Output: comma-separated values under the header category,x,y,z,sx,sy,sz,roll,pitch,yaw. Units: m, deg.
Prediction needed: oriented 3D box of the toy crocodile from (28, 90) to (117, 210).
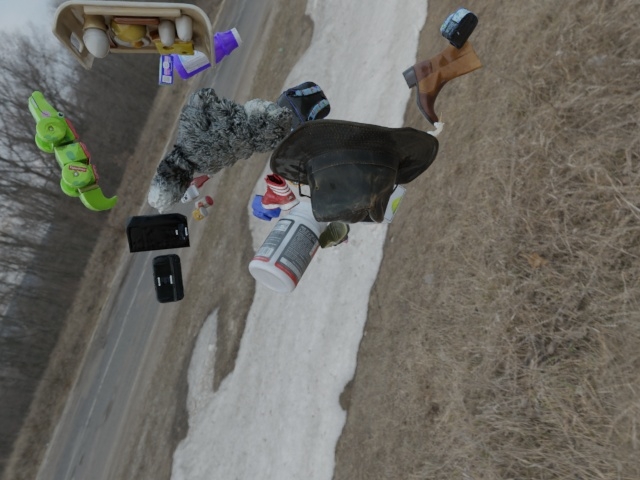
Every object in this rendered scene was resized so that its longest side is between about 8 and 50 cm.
category,x,y,z,sx,sy,sz,roll,pitch,yaw
toy crocodile,-0.668,-0.229,1.099,0.105,0.340,0.115,-31,7,-35

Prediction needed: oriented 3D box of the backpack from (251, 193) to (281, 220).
category,x,y,z,sx,sy,sz,roll,pitch,yaw
backpack,-0.224,-0.135,1.763,0.120,0.098,0.101,13,85,42

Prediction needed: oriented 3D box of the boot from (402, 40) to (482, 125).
category,x,y,z,sx,sy,sz,roll,pitch,yaw
boot,0.512,-0.639,1.668,0.281,0.263,0.096,-25,4,17

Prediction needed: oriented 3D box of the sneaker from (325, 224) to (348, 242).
category,x,y,z,sx,sy,sz,roll,pitch,yaw
sneaker,0.000,0.000,2.241,0.319,0.131,0.112,-9,47,25

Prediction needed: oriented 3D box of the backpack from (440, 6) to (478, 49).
category,x,y,z,sx,sy,sz,roll,pitch,yaw
backpack,0.497,-0.771,1.482,0.114,0.105,0.084,-52,54,26

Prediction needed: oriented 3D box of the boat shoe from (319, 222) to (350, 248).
category,x,y,z,sx,sy,sz,roll,pitch,yaw
boat shoe,0.064,-0.025,1.598,0.223,0.074,0.080,-39,64,60

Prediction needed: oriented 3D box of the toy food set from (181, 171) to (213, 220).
category,x,y,z,sx,sy,sz,roll,pitch,yaw
toy food set,-0.427,-0.195,1.426,0.105,0.232,0.111,-27,2,15

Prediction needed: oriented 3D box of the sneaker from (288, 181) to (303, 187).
category,x,y,z,sx,sy,sz,roll,pitch,yaw
sneaker,-0.103,-0.301,1.939,0.215,0.084,0.083,25,126,59

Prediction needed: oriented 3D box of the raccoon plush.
category,x,y,z,sx,sy,sz,roll,pitch,yaw
raccoon plush,-0.256,-0.237,1.206,0.216,0.300,0.445,60,-132,-75

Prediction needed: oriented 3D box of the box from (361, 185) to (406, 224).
category,x,y,z,sx,sy,sz,roll,pitch,yaw
box,0.250,-0.162,1.843,0.169,0.087,0.290,-64,15,-8

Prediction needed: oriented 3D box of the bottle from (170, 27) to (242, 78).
category,x,y,z,sx,sy,sz,roll,pitch,yaw
bottle,-0.448,-0.748,1.632,0.283,0.092,0.118,-26,57,0

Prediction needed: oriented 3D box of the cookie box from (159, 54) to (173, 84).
category,x,y,z,sx,sy,sz,roll,pitch,yaw
cookie box,-0.520,-0.571,1.386,0.107,0.040,0.091,-147,61,-63

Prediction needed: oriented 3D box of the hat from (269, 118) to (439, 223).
category,x,y,z,sx,sy,sz,roll,pitch,yaw
hat,0.055,-0.093,0.760,0.331,0.332,0.133,-13,71,51

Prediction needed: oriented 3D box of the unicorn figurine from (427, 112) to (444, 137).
category,x,y,z,sx,sy,sz,roll,pitch,yaw
unicorn figurine,0.392,-0.383,1.526,0.161,0.060,0.111,-53,19,-5

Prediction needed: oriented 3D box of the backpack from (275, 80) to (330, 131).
category,x,y,z,sx,sy,sz,roll,pitch,yaw
backpack,-0.056,-0.485,1.491,0.173,0.158,0.117,-42,12,-36

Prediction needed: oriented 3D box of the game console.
category,x,y,z,sx,sy,sz,roll,pitch,yaw
game console,-0.600,0.075,1.558,0.044,0.214,0.360,-132,40,-65

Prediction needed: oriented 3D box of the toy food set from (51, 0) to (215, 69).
category,x,y,z,sx,sy,sz,roll,pitch,yaw
toy food set,-0.395,-0.435,0.927,0.220,0.307,0.092,-169,75,-77

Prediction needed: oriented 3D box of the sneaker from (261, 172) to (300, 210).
category,x,y,z,sx,sy,sz,roll,pitch,yaw
sneaker,-0.158,-0.177,1.426,0.087,0.128,0.221,-36,25,-28

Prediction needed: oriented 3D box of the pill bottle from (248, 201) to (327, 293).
category,x,y,z,sx,sy,sz,roll,pitch,yaw
pill bottle,-0.122,0.024,1.723,0.210,0.210,0.362,-12,40,52
